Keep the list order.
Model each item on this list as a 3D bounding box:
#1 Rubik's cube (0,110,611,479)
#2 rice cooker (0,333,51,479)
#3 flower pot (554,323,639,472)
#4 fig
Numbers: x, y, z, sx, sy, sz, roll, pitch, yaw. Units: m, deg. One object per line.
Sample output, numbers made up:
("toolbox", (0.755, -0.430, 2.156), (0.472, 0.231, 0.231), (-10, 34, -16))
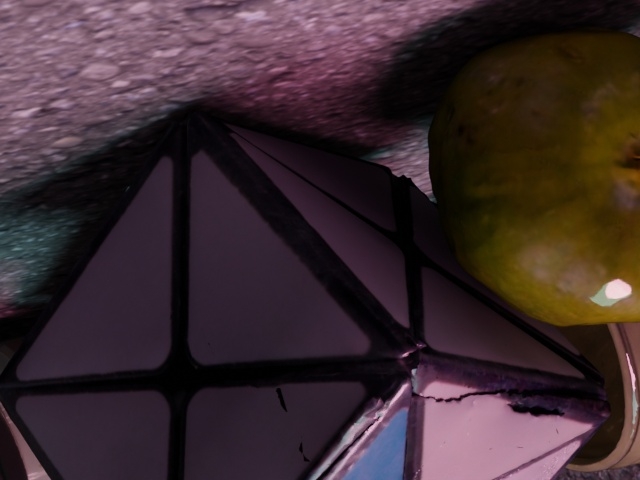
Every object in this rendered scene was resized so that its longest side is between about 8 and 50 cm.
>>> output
("Rubik's cube", (-0.013, 0.124, 1.376), (0.307, 0.310, 0.305), (14, 118, -51))
("rice cooker", (-0.291, 0.218, 1.775), (0.316, 0.317, 0.264), (-7, 126, -28))
("flower pot", (0.289, 0.045, 1.670), (0.244, 0.307, 0.307), (-25, 171, -24))
("fig", (0.156, -0.049, 1.333), (0.233, 0.233, 0.314), (-2, -173, -40))
